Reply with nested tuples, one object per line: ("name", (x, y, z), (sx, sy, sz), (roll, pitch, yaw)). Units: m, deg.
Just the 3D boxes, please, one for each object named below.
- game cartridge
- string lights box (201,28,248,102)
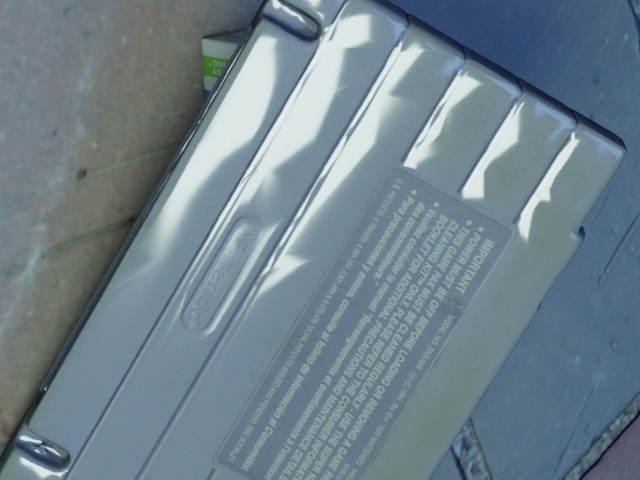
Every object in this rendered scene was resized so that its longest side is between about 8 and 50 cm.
("game cartridge", (-0.006, 0.040, 1.007), (0.230, 0.068, 0.355), (28, 103, -15))
("string lights box", (0.000, 0.000, 1.100), (0.077, 0.133, 0.259), (-17, 112, -42))
